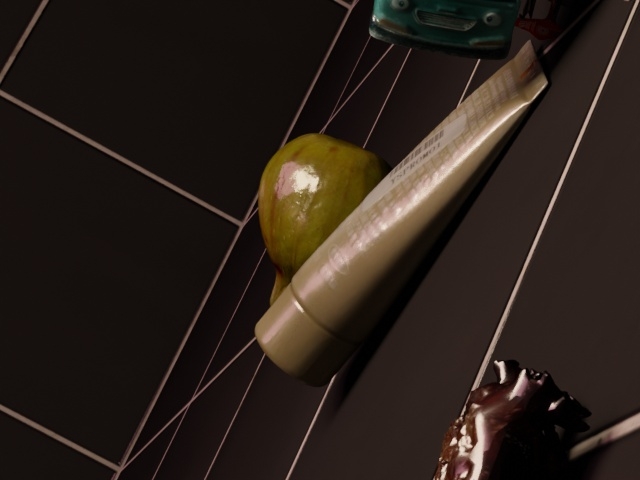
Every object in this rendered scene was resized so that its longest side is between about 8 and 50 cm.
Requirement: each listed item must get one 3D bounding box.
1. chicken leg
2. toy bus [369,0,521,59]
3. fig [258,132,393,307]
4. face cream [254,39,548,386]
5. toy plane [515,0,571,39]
[{"bbox_3d":[0.082,0.145,0.954,0.105,0.063,0.234,120,172,-54],"label":"chicken leg"},{"bbox_3d":[0.114,-0.282,1.576,0.147,0.128,0.256,102,177,-49],"label":"toy bus"},{"bbox_3d":[-0.007,-0.013,1.865,0.186,0.142,0.148,-49,-20,-1],"label":"fig"},{"bbox_3d":[0.076,-0.023,1.634,0.341,0.084,0.137,-50,12,16],"label":"face cream"},{"bbox_3d":[0.196,-0.215,1.556,0.145,0.060,0.037,104,-174,-48],"label":"toy plane"}]
